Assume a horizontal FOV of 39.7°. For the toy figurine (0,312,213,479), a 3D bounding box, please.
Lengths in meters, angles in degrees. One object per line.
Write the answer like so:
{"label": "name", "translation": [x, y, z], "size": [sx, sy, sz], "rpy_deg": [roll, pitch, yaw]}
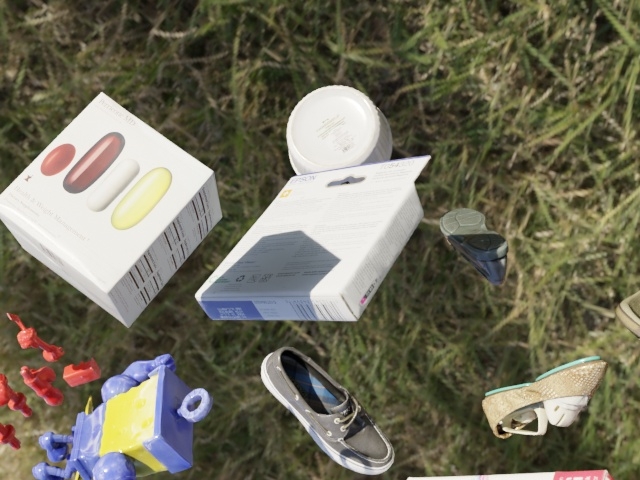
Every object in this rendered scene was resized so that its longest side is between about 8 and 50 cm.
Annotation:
{"label": "toy figurine", "translation": [-0.223, 0.212, 0.947], "size": [0.217, 0.363, 0.191], "rpy_deg": [-20, 126, 9]}

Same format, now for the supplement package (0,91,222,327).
{"label": "supplement package", "translation": [-0.267, -0.038, 1.151], "size": [0.194, 0.203, 0.149], "rpy_deg": [34, 161, 11]}

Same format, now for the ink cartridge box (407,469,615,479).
{"label": "ink cartridge box", "translation": [0.277, 0.415, 1.173], "size": [0.306, 0.131, 0.226], "rpy_deg": [-13, 132, 41]}

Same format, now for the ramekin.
{"label": "ramekin", "translation": [0.032, -0.199, 1.704], "size": [0.207, 0.207, 0.109], "rpy_deg": [18, 169, 15]}

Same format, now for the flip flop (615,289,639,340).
{"label": "flip flop", "translation": [0.475, 0.091, 1.172], "size": [0.112, 0.277, 0.080], "rpy_deg": [46, 123, 20]}

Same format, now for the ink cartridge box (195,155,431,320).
{"label": "ink cartridge box", "translation": [0.000, 0.000, 1.464], "size": [0.324, 0.330, 0.071], "rpy_deg": [-4, 127, 43]}

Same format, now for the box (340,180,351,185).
{"label": "box", "translation": [0.052, -0.055, 1.593], "size": [0.018, 0.083, 0.067], "rpy_deg": [-19, 127, 38]}

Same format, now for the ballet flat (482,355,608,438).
{"label": "ballet flat", "translation": [0.275, 0.197, 1.072], "size": [0.073, 0.067, 0.206], "rpy_deg": [4, 156, -25]}

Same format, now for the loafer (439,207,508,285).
{"label": "loafer", "translation": [0.304, 0.010, 1.774], "size": [0.096, 0.267, 0.084], "rpy_deg": [-14, 110, -4]}

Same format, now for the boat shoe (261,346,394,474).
{"label": "boat shoe", "translation": [0.017, 0.229, 1.219], "size": [0.228, 0.080, 0.076], "rpy_deg": [45, 148, 6]}
